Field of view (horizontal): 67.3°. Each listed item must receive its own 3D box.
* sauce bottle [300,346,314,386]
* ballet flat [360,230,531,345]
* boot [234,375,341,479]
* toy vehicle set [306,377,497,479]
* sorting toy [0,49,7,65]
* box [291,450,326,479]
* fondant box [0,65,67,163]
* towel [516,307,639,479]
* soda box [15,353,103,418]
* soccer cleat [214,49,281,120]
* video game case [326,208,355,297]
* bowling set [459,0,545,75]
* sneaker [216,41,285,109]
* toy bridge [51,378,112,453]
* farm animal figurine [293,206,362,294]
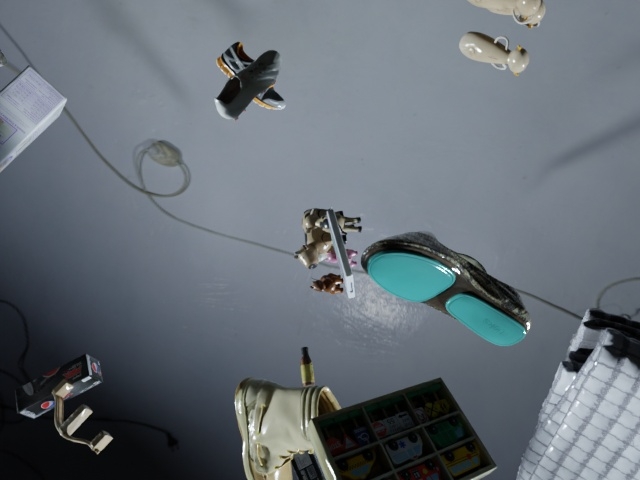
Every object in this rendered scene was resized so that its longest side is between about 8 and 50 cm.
[{"bbox_3d":[-0.046,0.418,1.596,0.042,0.042,0.128,-10,66,7],"label":"sauce bottle"},{"bbox_3d":[0.285,0.081,1.102,0.482,0.182,0.164,28,132,-22],"label":"ballet flat"},{"bbox_3d":[-0.044,0.386,0.899,0.203,0.095,0.262,-7,97,32],"label":"boot"},{"bbox_3d":[0.128,0.325,0.754,0.266,0.166,0.035,-7,138,-29],"label":"toy vehicle set"},{"bbox_3d":[-0.691,-0.391,0.995,0.083,0.045,0.075,-13,127,28],"label":"sorting toy"},{"bbox_3d":[-0.006,0.811,1.553,0.076,0.242,0.308,-24,69,-10],"label":"box"},{"bbox_3d":[-0.698,-0.201,1.016,0.096,0.238,0.330,44,71,-27],"label":"fondant box"},{"bbox_3d":[0.333,0.213,0.463,0.234,0.121,0.284,22,127,27],"label":"towel"},{"bbox_3d":[-0.568,0.316,1.048,0.168,0.053,0.060,-27,57,-5],"label":"soda box"},{"bbox_3d":[-0.155,-0.350,1.055,0.068,0.076,0.196,35,81,21],"label":"soccer cleat"},{"bbox_3d":[0.054,0.038,1.270,0.022,0.173,0.191,-15,65,-1],"label":"video game case"},{"bbox_3d":[0.389,-0.498,0.926,0.200,0.287,0.154,-42,55,-17],"label":"bowling set"},{"bbox_3d":[-0.173,-0.430,1.269,0.214,0.084,0.083,40,114,-9],"label":"sneaker"},{"bbox_3d":[-0.477,0.351,0.937,0.188,0.026,0.063,31,68,33],"label":"toy bridge"},{"bbox_3d":[0.000,0.000,1.550,0.172,0.327,0.331,3,127,-12],"label":"farm animal figurine"}]
